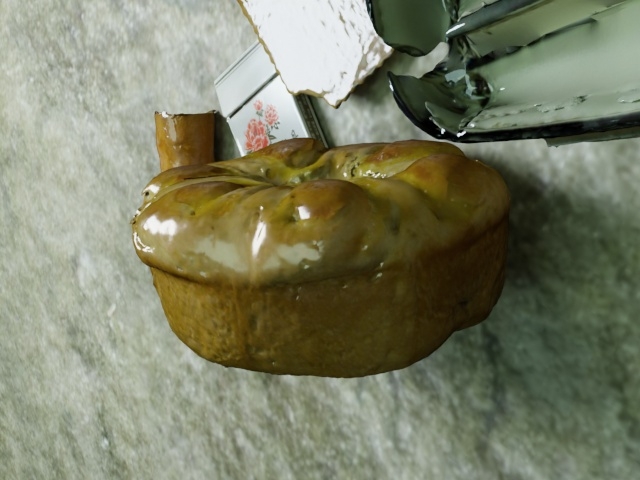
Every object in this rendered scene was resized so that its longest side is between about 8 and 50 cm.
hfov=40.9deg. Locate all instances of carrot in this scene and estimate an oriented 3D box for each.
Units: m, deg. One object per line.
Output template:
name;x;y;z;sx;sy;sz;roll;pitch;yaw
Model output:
carrot;-0.159;-0.054;1.018;0.072;0.072;0.205;17;112;43

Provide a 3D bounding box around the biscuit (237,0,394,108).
biscuit;0.010;-0.263;0.821;0.232;0.013;0.236;-41;67;34

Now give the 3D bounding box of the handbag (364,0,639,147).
handbag;0.223;-0.134;0.396;0.237;0.359;0.160;-15;89;46

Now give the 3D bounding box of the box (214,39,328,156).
box;-0.046;-0.109;0.916;0.109;0.029;0.198;-32;75;44

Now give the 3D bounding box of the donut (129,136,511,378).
donut;0.000;0.000;0.716;0.317;0.299;0.150;-144;41;-68
